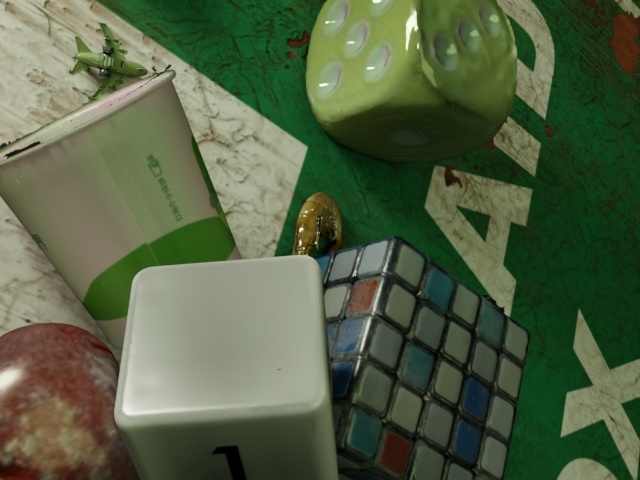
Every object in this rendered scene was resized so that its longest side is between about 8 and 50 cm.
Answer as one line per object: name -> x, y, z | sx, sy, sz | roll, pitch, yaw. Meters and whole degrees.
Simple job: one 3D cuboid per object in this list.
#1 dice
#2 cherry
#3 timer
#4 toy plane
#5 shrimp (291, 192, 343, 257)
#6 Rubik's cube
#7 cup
dice -> 0.145, -0.274, 1.366 | 0.252, 0.254, 0.249 | 15, 73, -38
cherry -> -0.287, 0.210, 0.918 | 0.285, 0.213, 0.236 | -34, 87, -34
timer -> -0.085, 0.150, 0.882 | 0.195, 0.195, 0.192 | 83, 2, -46
toy plane -> -0.275, -0.232, 1.142 | 0.111, 0.040, 0.102 | 7, 95, -37
shrimp -> -0.006, 0.001, 1.322 | 0.095, 0.045, 0.162 | 55, 43, -43
Rubik's cube -> 0.067, 0.200, 1.163 | 0.292, 0.287, 0.293 | 31, 61, -31
cup -> -0.226, -0.031, 1.015 | 0.253, 0.253, 0.273 | -39, 112, -39
